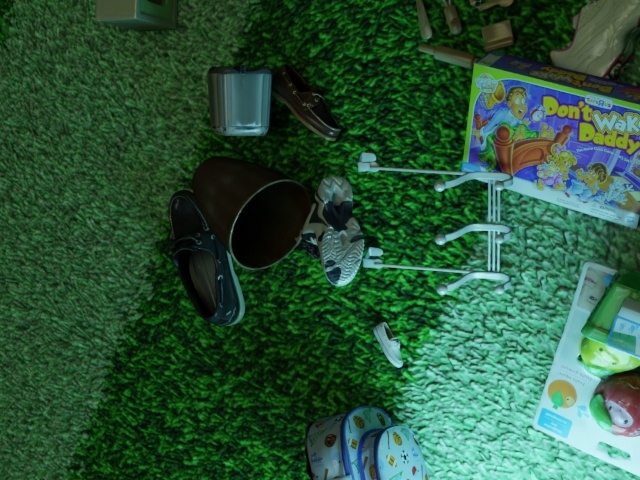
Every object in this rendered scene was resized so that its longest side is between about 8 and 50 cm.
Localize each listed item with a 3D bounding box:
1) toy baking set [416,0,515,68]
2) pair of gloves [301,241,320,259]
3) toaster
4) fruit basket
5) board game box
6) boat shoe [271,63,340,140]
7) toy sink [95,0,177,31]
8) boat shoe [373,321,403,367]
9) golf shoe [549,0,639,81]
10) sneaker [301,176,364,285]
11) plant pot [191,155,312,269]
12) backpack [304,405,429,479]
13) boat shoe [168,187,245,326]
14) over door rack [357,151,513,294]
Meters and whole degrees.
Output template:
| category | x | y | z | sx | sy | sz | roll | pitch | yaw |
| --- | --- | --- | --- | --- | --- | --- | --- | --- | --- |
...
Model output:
| category | x | y | z | sx | sy | sz | roll | pitch | yaw |
| --- | --- | --- | --- | --- | --- | --- | --- | --- | --- |
| toy baking set | 0.275 | -0.447 | 1.865 | 0.256 | 0.030 | 0.197 | 17 | 97 | 27 |
| pair of gloves | 0.000 | 0.000 | 2.043 | 0.074 | 0.010 | 0.083 | 31 | 108 | 21 |
| toaster | -0.172 | -0.302 | 2.021 | 0.227 | 0.129 | 0.147 | -151 | 59 | -71 |
| fruit basket | 0.566 | 0.250 | 1.657 | 0.327 | 0.165 | 0.353 | 23 | 106 | 26 |
| board game box | 0.437 | -0.187 | 1.703 | 0.347 | 0.078 | 0.233 | 20 | 128 | 27 |
| boat shoe | -0.029 | -0.298 | 2.010 | 0.207 | 0.073 | 0.073 | 44 | 114 | 20 |
| toy sink | -0.416 | -0.613 | 2.167 | 0.131 | 0.152 | 0.234 | 4 | 93 | 29 |
| boat shoe | 0.148 | 0.215 | 1.958 | 0.035 | 0.035 | 0.100 | -40 | 67 | 27 |
| golf shoe | 0.530 | -0.407 | 1.678 | 0.140 | 0.115 | 0.306 | 41 | 109 | 25 |
| sneaker | 0.021 | 0.001 | 1.948 | 0.153 | 0.094 | 0.235 | 119 | 143 | -63 |
| plant pot | -0.173 | -0.085 | 2.043 | 0.230 | 0.215 | 0.215 | 37 | 109 | 38 |
| backpack | 0.088 | 0.466 | 1.883 | 0.213 | 0.276 | 0.263 | -28 | 72 | 22 |
| boat shoe | -0.282 | 0.038 | 2.141 | 0.127 | 0.113 | 0.340 | -21 | 82 | 28 |
| over door rack | 0.210 | -0.027 | 1.829 | 0.324 | 0.108 | 0.240 | 10 | 119 | 28 |
